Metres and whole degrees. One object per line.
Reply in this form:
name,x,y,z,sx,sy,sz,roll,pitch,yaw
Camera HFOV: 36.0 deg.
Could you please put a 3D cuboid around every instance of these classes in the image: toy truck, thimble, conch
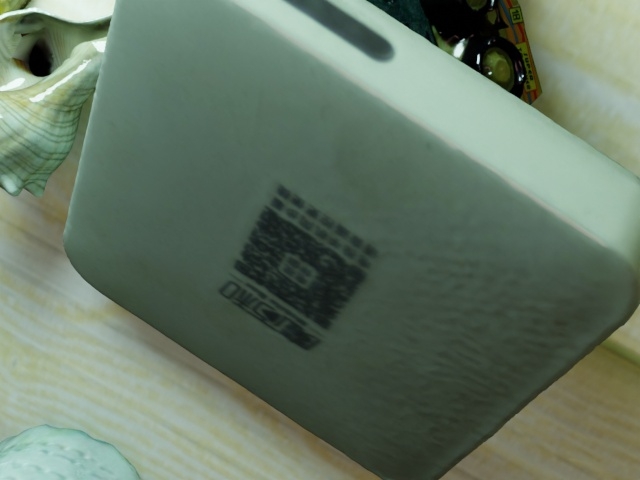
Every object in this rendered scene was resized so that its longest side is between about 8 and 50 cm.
toy truck,0.067,-0.197,0.661,0.127,0.127,0.257,-6,111,50
thimble,-0.273,0.282,0.914,0.210,0.149,0.185,-5,110,17
conch,-0.252,-0.117,0.798,0.137,0.114,0.234,38,79,-11

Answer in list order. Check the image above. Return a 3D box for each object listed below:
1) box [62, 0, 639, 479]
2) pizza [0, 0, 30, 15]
box,0.000,0.000,0.706,0.367,0.090,0.373,34,142,2
pizza,-0.279,-0.224,0.796,0.160,0.036,0.099,-37,97,23
